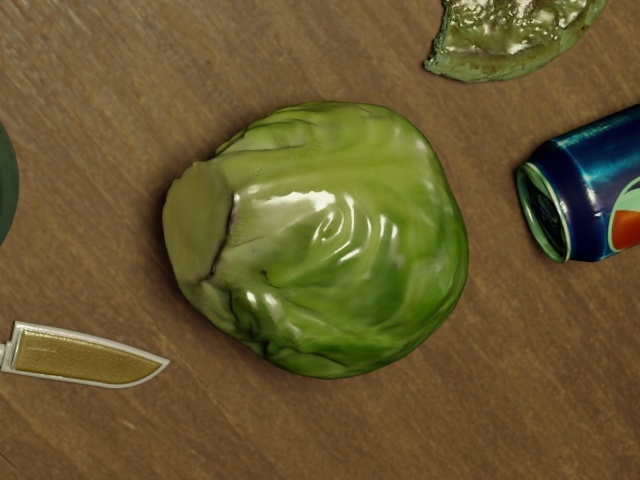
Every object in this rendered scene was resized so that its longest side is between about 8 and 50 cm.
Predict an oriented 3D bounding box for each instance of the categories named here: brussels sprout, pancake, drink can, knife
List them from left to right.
[{"bbox_3d":[-0.250,0.090,1.229,0.256,0.022,0.046,11,99,-20],"label":"knife"},{"bbox_3d":[0.000,0.000,1.183,0.244,0.244,0.244,-5,108,-15],"label":"brussels sprout"},{"bbox_3d":[0.153,-0.258,1.232,0.253,0.037,0.254,-5,108,-14],"label":"pancake"},{"bbox_3d":[0.280,-0.060,1.290,0.204,0.118,0.118,-22,112,-8],"label":"drink can"}]

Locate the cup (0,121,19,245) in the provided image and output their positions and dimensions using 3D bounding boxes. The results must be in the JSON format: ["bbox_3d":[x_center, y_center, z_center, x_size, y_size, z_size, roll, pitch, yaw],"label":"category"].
[{"bbox_3d":[-0.320,-0.024,1.102,0.199,0.150,0.199,-5,108,-15],"label":"cup"}]
